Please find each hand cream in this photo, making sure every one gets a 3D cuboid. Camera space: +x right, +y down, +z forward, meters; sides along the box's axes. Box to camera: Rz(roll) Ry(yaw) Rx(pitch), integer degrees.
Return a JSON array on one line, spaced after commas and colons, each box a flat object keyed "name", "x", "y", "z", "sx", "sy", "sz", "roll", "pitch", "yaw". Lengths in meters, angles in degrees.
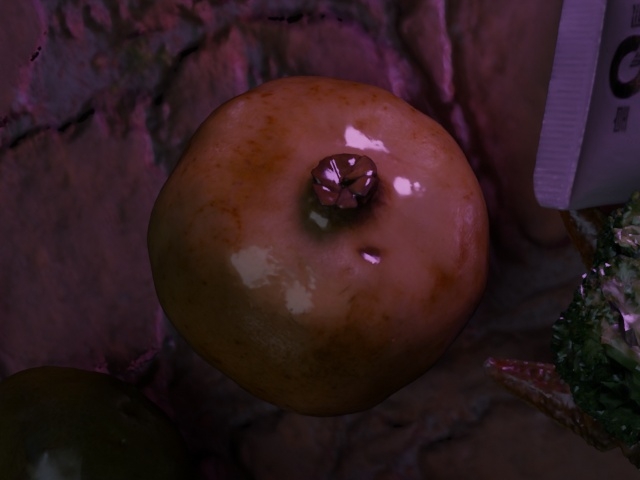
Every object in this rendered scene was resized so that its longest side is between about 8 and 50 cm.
[{"name": "hand cream", "x": 0.245, "y": -0.077, "z": 0.819, "sx": 0.314, "sy": 0.089, "sz": 0.140, "roll": 2, "pitch": 80, "yaw": 38}]

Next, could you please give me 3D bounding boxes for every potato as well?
[{"name": "potato", "x": -0.168, "y": 0.187, "z": 1.136, "sx": 0.253, "sy": 0.148, "sz": 0.186, "roll": -49, "pitch": 47, "yaw": 40}]

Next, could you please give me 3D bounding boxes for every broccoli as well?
[{"name": "broccoli", "x": 0.198, "y": 0.044, "z": 0.781, "sx": 0.195, "sy": 0.156, "sz": 0.195, "roll": -3, "pitch": 115, "yaw": -7}]

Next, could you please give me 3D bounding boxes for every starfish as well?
[{"name": "starfish", "x": 0.204, "y": 0.073, "z": 0.907, "sx": 0.247, "sy": 0.050, "sz": 0.138, "roll": 27, "pitch": 116, "yaw": 19}]

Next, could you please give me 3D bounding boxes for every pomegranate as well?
[{"name": "pomegranate", "x": 0.000, "y": 0.000, "z": 0.943, "sx": 0.196, "sy": 0.196, "sz": 0.196, "roll": 10, "pitch": 108, "yaw": 33}]
